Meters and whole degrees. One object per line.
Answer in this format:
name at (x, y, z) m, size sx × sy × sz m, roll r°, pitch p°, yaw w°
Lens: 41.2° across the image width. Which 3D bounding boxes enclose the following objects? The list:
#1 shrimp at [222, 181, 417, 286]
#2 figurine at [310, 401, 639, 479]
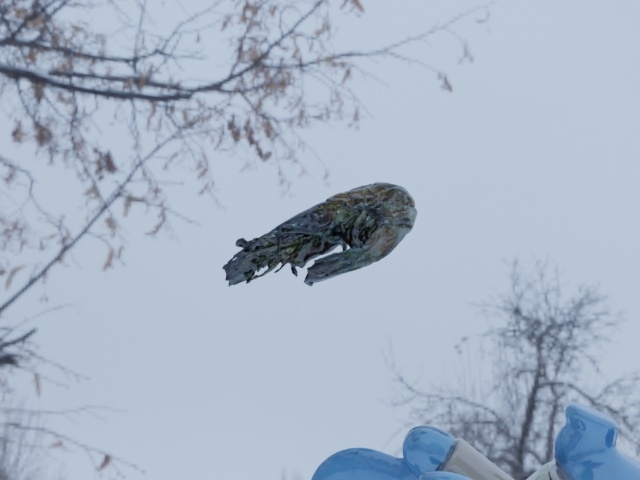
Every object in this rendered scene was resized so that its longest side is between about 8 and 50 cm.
shrimp at (0.000, 0.000, 0.659) m, size 0.161 × 0.091 × 0.034 m, roll -24°, pitch -55°, yaw -3°
figurine at (0.092, 0.188, 0.507) m, size 0.180 × 0.154 × 0.262 m, roll 39°, pitch -76°, yaw -18°
